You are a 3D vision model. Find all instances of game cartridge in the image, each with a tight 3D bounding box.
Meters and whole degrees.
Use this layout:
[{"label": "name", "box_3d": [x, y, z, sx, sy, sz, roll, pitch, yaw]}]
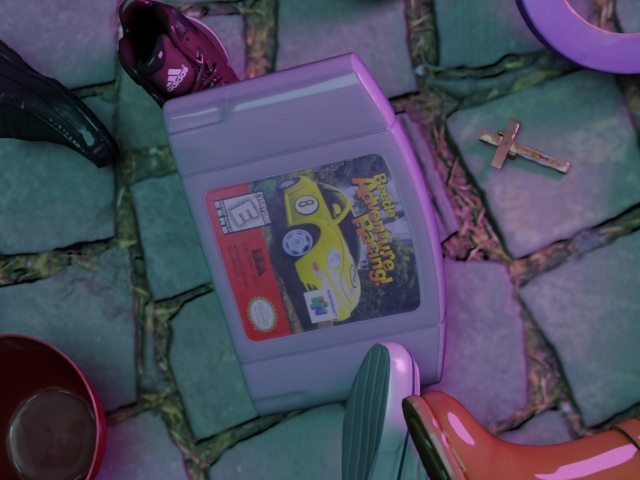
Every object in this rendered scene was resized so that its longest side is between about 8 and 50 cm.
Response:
[{"label": "game cartridge", "box_3d": [0.000, 0.000, 1.033, 0.196, 0.060, 0.294, -14, 106, 9]}]

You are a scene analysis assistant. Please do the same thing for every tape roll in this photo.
[{"label": "tape roll", "box_3d": [0.255, -0.235, 1.026, 0.189, 0.080, 0.189, 1, 98, 6]}]

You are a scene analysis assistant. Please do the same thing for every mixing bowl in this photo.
[{"label": "mixing bowl", "box_3d": [-0.266, 0.180, 1.118, 0.181, 0.098, 0.181, -3, 78, 15]}]

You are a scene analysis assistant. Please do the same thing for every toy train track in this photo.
[{"label": "toy train track", "box_3d": [0.181, -0.078, 1.086, 0.083, 0.014, 0.048, 23, 80, 13]}]

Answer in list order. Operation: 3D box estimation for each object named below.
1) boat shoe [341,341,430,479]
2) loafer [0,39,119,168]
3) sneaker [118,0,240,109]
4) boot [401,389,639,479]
[{"label": "boat shoe", "box_3d": [0.062, 0.195, 1.026, 0.076, 0.083, 0.226, 4, 103, -22]}, {"label": "loafer", "box_3d": [-0.286, -0.126, 1.190, 0.223, 0.076, 0.078, 35, 78, 24]}, {"label": "sneaker", "box_3d": [-0.103, -0.106, 1.091, 0.106, 0.162, 0.281, -39, 72, 6]}, {"label": "boot", "box_3d": [0.217, 0.177, 0.949, 0.220, 0.109, 0.283, -39, 89, -5]}]
